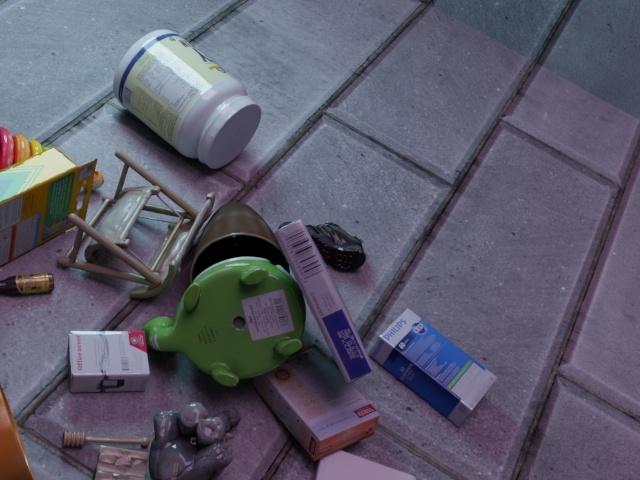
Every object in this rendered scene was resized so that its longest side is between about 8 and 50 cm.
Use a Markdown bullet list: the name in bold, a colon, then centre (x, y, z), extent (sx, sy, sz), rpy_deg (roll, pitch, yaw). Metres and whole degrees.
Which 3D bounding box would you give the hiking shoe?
- **hiking shoe**: centre (0.000, 0.000, 2.248), extent (0.227, 0.086, 0.114), rpy_deg (20, 29, -13)

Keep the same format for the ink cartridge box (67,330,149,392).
- **ink cartridge box**: centre (-0.423, 0.239, 1.819), extent (0.151, 0.063, 0.109), rpy_deg (3, 47, -21)

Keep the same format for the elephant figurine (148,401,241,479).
- **elephant figurine**: centre (-0.227, 0.400, 1.704), extent (0.186, 0.239, 0.169), rpy_deg (-18, 70, -5)

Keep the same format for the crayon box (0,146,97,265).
- **crayon box**: centre (-0.629, -0.065, 1.924), extent (0.083, 0.203, 0.323), rpy_deg (39, 44, 16)

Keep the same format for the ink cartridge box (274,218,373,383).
- **ink cartridge box**: centre (0.007, 0.118, 1.884), extent (0.071, 0.330, 0.324), rpy_deg (-26, 89, 0)

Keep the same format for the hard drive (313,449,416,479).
- **hard drive**: centre (0.068, 0.557, 1.744), extent (0.203, 0.040, 0.307), rpy_deg (20, 43, -5)

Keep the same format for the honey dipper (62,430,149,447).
- **honey dipper**: centre (-0.401, 0.377, 1.723), extent (0.161, 0.030, 0.030), rpy_deg (9, 45, -22)

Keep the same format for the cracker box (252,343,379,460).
- **cracker box**: centre (-0.012, 0.328, 1.886), extent (0.156, 0.067, 0.232), rpy_deg (-15, 43, -35)

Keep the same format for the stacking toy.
- **stacking toy**: centre (-0.634, -0.156, 2.075), extent (0.302, 0.175, 0.165), rpy_deg (11, 43, -34)

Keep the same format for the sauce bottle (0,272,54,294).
- **sauce bottle**: centre (-0.618, 0.092, 1.894), extent (0.128, 0.042, 0.042), rpy_deg (-7, 51, -29)

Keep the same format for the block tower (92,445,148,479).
- **block tower**: centre (-0.360, 0.521, 1.551), extent (0.091, 0.097, 0.335), rpy_deg (12, 46, -13)

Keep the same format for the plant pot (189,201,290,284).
- **plant pot**: centre (-0.187, 0.015, 2.065), extent (0.216, 0.215, 0.230), rpy_deg (10, 31, -15)

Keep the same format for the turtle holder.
- **turtle holder**: centre (-0.181, 0.171, 1.870), extent (0.243, 0.320, 0.227), rpy_deg (45, 6, -6)

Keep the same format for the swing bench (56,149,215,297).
- **swing bench**: centre (-0.399, -0.024, 2.020), extent (0.255, 0.165, 0.253), rpy_deg (26, 42, -3)

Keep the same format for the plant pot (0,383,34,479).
- **plant pot**: centre (-0.607, 0.351, 1.545), extent (0.188, 0.205, 0.205), rpy_deg (-20, 57, -19)

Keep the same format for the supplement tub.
- **supplement tub**: centre (-0.335, -0.355, 2.320), extent (0.325, 0.235, 0.235), rpy_deg (39, 45, 15)

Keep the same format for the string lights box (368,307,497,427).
- **string lights box**: centre (0.254, 0.283, 2.071), extent (0.260, 0.076, 0.133), rpy_deg (38, 44, 14)
